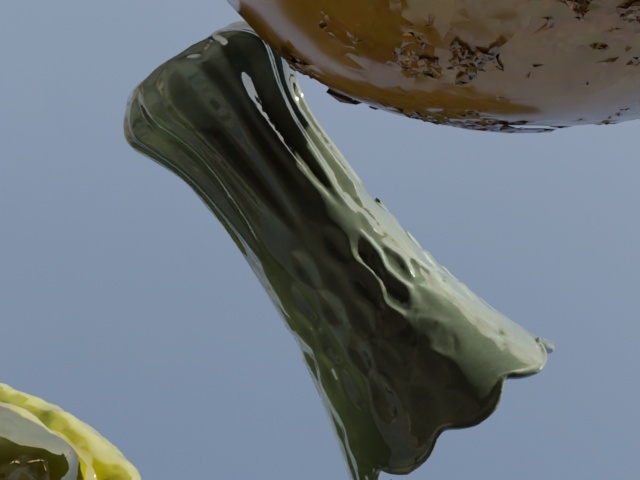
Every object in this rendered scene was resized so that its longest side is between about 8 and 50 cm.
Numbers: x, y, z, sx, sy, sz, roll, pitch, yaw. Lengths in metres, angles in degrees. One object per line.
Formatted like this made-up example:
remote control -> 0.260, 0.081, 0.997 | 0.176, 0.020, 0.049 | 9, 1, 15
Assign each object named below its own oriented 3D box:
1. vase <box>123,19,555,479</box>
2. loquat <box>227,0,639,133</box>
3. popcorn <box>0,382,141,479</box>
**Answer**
vase -> 0.000, 0.000, 0.574 | 0.081, 0.081, 0.148 | -37, -92, 1
loquat -> 0.060, -0.141, 0.487 | 0.235, 0.235, 0.235 | -7, -114, 16
popcorn -> -0.148, 0.182, 0.584 | 0.276, 0.225, 0.276 | 4, -79, 21
